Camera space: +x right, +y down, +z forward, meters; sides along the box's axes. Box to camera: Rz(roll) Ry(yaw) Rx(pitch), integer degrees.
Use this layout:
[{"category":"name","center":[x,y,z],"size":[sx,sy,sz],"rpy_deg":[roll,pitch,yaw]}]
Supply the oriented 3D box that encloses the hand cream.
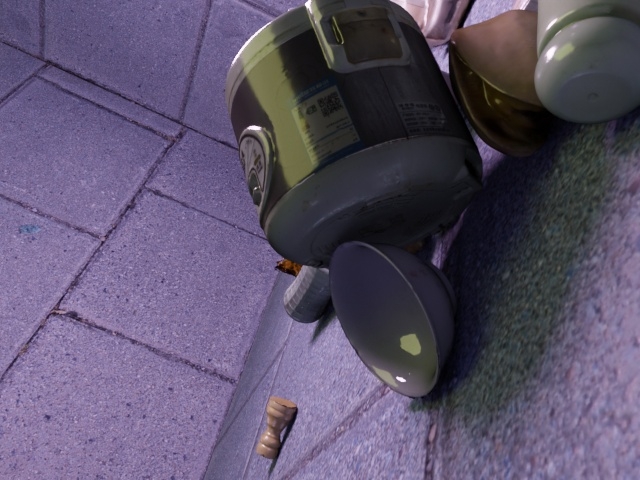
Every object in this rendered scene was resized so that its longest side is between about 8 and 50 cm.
[{"category":"hand cream","center":[0.264,-0.243,0.506],"size":[0.093,0.147,0.305],"rpy_deg":[54,-134,-48]}]

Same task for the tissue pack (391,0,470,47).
[{"category":"tissue pack","center":[0.282,-0.687,1.378],"size":[0.390,0.195,0.375],"rpy_deg":[-67,22,16]}]

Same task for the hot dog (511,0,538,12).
[{"category":"hot dog","center":[0.302,-0.345,0.735],"size":[0.108,0.059,0.191],"rpy_deg":[-53,11,51]}]

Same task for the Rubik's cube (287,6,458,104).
[{"category":"Rubik's cube","center":[0.045,-0.243,1.037],"size":[0.368,0.387,0.358],"rpy_deg":[33,-100,-55]}]

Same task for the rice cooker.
[{"category":"rice cooker","center":[0.033,-0.131,0.671],"size":[0.288,0.288,0.277],"rpy_deg":[126,129,-60]}]

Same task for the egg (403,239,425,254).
[{"category":"egg","center":[0.104,-0.014,0.852],"size":[0.118,0.116,0.140],"rpy_deg":[-16,32,32]}]

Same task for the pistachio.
[{"category":"pistachio","center":[0.206,-0.178,0.597],"size":[0.206,0.131,0.129],"rpy_deg":[-88,13,-48]}]

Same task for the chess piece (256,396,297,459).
[{"category":"chess piece","center":[-0.100,0.411,1.186],"size":[0.066,0.066,0.122],"rpy_deg":[164,124,-81]}]

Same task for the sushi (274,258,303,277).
[{"category":"sushi","center":[0.000,0.001,1.379],"size":[0.149,0.140,0.287],"rpy_deg":[-45,3,-40]}]

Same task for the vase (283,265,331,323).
[{"category":"vase","center":[0.000,0.089,1.249],"size":[0.299,0.143,0.143],"rpy_deg":[118,173,-57]}]

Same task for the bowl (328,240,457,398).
[{"category":"bowl","center":[0.097,0.075,0.617],"size":[0.086,0.189,0.189],"rpy_deg":[-23,-14,-26]}]
